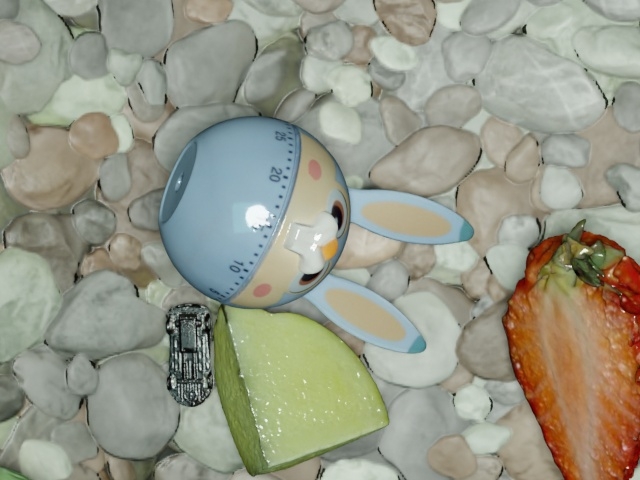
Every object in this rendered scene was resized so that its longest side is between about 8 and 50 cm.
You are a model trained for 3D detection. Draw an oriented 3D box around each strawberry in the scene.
[{"bbox_3d":[0.237,0.094,0.903,0.107,0.175,0.235,-20,133,-22],"label":"strawberry"}]

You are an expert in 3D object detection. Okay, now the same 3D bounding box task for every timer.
[{"bbox_3d":[-0.009,-0.002,0.894,0.256,0.175,0.175,24,98,3],"label":"timer"}]

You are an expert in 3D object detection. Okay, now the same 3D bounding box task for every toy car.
[{"bbox_3d":[-0.117,0.103,0.985,0.041,0.025,0.093,0,93,7],"label":"toy car"}]

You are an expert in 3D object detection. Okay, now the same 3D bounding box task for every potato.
[{"bbox_3d":[-0.023,0.121,0.969,0.120,0.081,0.149,-12,77,-23],"label":"potato"}]

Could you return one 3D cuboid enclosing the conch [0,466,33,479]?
[{"bbox_3d":[-0.252,0.280,0.963,0.251,0.137,0.143,15,97,4],"label":"conch"}]
